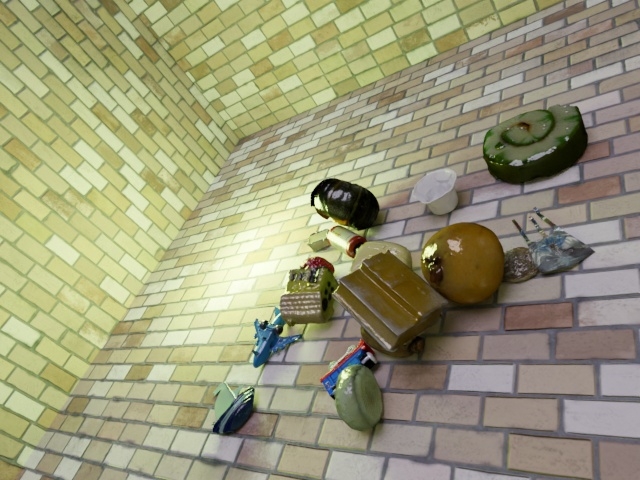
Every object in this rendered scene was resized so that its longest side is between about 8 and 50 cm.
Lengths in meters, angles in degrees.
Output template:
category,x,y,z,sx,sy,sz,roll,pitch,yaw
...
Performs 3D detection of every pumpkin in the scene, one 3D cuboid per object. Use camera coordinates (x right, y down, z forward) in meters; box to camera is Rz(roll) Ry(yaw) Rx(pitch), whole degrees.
category,x,y,z,sx,sy,sz,roll,pitch,yaw
pumpkin,0.116,-0.164,2.129,0.320,0.320,0.192,19,85,54

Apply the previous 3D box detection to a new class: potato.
category,x,y,z,sx,sy,sz,roll,pitch,yaw
potato,0.002,-0.001,2.261,0.122,0.061,0.086,-21,36,24

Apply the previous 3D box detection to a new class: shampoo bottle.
category,x,y,z,sx,sy,sz,roll,pitch,yaw
shampoo bottle,0.138,0.017,2.058,0.104,0.104,0.278,-45,33,-9

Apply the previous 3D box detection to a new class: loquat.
category,x,y,z,sx,sy,sz,roll,pitch,yaw
loquat,0.452,0.076,1.510,0.275,0.275,0.275,-27,34,20

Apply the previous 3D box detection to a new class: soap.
category,x,y,z,sx,sy,sz,roll,pitch,yaw
soap,0.220,0.189,1.503,0.259,0.143,0.281,-25,53,-33

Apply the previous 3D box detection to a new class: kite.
category,x,y,z,sx,sy,sz,roll,pitch,yaw
kite,0.731,-0.006,1.546,0.169,0.015,0.310,-27,33,5

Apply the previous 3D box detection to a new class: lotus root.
category,x,y,z,sx,sy,sz,roll,pitch,yaw
lotus root,0.223,0.307,1.570,0.257,0.154,0.140,20,57,45

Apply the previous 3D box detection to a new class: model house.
category,x,y,z,sx,sy,sz,roll,pitch,yaw
model house,-0.044,0.246,1.906,0.193,0.175,0.234,-5,53,23

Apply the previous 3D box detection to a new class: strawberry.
category,x,y,z,sx,sy,sz,roll,pitch,yaw
strawberry,-0.018,0.133,2.068,0.148,0.131,0.131,-19,31,-8

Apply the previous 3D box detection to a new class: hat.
category,x,y,z,sx,sy,sz,roll,pitch,yaw
hat,0.492,-0.187,1.927,0.203,0.126,0.203,-27,34,20

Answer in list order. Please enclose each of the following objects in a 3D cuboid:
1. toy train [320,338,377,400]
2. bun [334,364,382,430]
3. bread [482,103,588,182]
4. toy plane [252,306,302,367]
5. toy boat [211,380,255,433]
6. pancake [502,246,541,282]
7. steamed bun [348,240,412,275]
category,x,y,z,sx,sy,sz,roll,pitch,yaw
toy train,0.103,0.446,1.591,0.204,0.083,0.131,-42,32,0
bun,0.107,0.483,1.444,0.118,0.195,0.195,-23,36,27
bread,0.830,-0.390,1.828,0.382,0.129,0.366,-37,32,4
toy plane,-0.207,0.402,1.948,0.254,0.105,0.271,12,53,34
toy boat,-0.372,0.635,1.865,0.220,0.067,0.291,-49,30,-13
pancake,0.648,0.077,1.540,0.152,0.025,0.151,-28,34,21
steamed bun,0.229,0.141,1.764,0.232,0.166,0.273,5,58,28
